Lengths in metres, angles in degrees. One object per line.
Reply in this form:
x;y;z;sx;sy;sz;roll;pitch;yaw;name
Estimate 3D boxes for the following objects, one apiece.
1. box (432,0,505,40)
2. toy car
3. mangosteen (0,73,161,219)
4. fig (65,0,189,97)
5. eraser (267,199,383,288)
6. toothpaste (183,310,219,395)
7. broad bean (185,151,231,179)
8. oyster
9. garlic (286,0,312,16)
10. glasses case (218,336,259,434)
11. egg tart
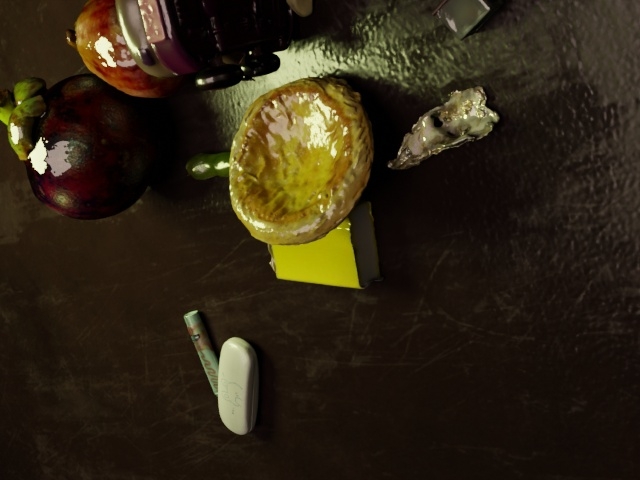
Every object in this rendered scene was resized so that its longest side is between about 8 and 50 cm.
0.219;-0.343;1.321;0.063;0.060;0.084;52;133;7;box
-0.215;-0.385;1.502;0.240;0.340;0.271;-2;105;35;toy car
-0.510;-0.196;1.857;0.306;0.359;0.306;-174;90;-72;mangosteen
-0.352;-0.390;1.727;0.263;0.224;0.224;29;125;35;fig
0.000;0.000;1.663;0.226;0.069;0.158;4;112;41;eraser
-0.256;0.258;2.036;0.056;0.036;0.205;-11;104;43;toothpaste
-0.176;-0.152;1.773;0.256;0.052;0.052;-4;67;43;broad bean
0.195;-0.177;1.431;0.199;0.061;0.106;-7;85;41;oyster
-0.035;-0.421;1.530;0.041;0.053;0.083;46;142;51;garlic
-0.179;0.320;1.971;0.092;0.059;0.233;26;122;34;glasses case
-0.020;-0.130;1.552;0.319;0.128;0.319;-12;68;33;egg tart
